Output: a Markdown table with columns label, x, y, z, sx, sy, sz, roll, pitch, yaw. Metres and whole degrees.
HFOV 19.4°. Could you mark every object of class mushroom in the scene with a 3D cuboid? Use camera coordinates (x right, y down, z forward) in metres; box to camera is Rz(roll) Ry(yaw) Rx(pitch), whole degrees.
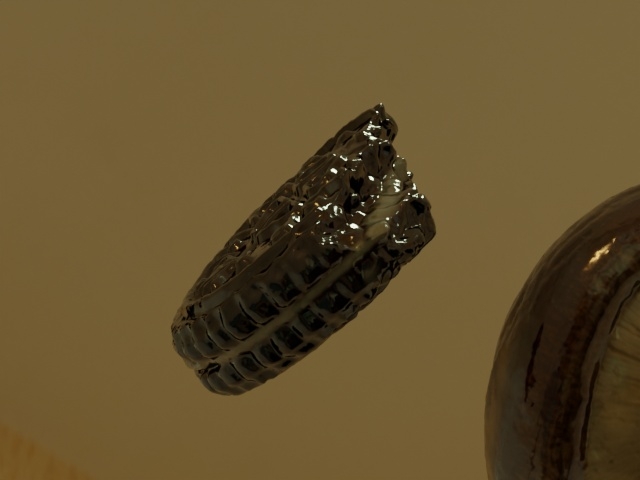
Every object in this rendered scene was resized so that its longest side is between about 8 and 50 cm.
| label | x | y | z | sx | sy | sz | roll | pitch | yaw |
| --- | --- | --- | --- | --- | --- | --- | --- | --- | --- |
| mushroom | 0.172 | 0.067 | 0.934 | 0.231 | 0.138 | 0.194 | -40 | -81 | -8 |

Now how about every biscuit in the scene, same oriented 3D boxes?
| label | x | y | z | sx | sy | sz | roll | pitch | yaw |
| --- | --- | --- | --- | --- | --- | --- | --- | --- | --- |
| biscuit | 0.000 | 0.000 | 0.433 | 0.027 | 0.089 | 0.087 | 47 | -30 | -9 |
